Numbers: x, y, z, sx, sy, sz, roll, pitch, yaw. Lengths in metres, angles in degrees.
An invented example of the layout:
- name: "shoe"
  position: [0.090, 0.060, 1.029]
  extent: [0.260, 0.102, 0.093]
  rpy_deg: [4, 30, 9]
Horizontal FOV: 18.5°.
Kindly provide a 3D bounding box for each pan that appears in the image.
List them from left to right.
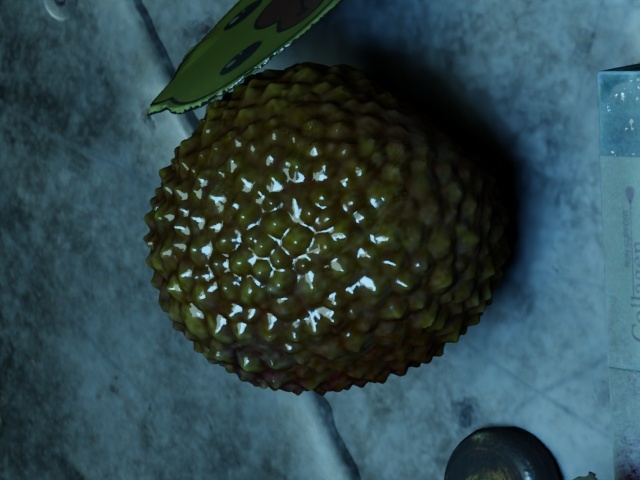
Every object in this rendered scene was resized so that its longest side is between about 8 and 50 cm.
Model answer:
- name: "pan"
  position: [0.158, 0.255, 1.587]
  extent: [0.115, 0.040, 0.212]
  rpy_deg: [-20, 86, 46]

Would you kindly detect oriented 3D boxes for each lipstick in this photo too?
- name: "lipstick"
  position: [0.252, 0.030, 1.443]
  extent: [0.066, 0.068, 0.317]
  rpy_deg: [4, 102, 39]

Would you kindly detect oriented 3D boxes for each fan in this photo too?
- name: "fan"
  position: [-0.009, -0.200, 1.550]
  extent: [0.335, 0.229, 0.011]
  rpy_deg: [-35, 110, 11]

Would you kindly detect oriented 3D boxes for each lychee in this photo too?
- name: "lychee"
  position: [0.000, 0.000, 1.507]
  extent: [0.267, 0.267, 0.267]
  rpy_deg: [9, 105, 38]

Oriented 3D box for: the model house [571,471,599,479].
- name: "model house"
  position: [0.249, 0.331, 1.406]
  extent: [0.243, 0.204, 0.211]
  rpy_deg: [42, 100, 40]
